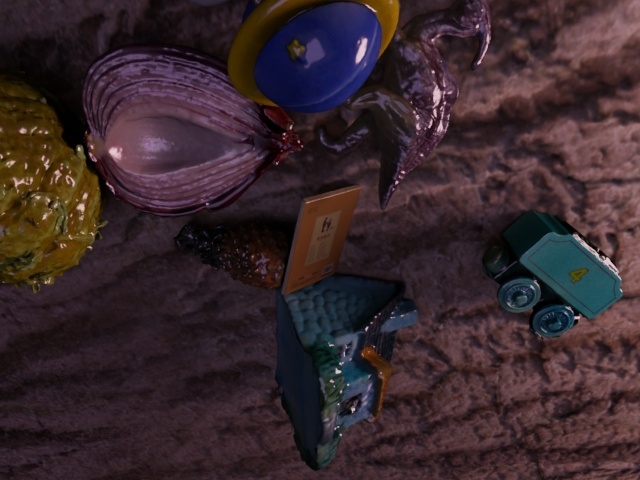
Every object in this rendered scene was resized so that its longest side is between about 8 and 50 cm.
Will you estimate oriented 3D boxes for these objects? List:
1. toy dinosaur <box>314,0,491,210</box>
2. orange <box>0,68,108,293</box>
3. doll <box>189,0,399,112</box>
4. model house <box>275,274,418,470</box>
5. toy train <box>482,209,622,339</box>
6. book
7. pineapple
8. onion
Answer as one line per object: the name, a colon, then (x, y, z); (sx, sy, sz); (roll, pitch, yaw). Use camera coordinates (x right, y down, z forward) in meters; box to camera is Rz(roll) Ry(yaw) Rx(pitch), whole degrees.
toy dinosaur: (0.100, -0.192, 0.630); (0.162, 0.077, 0.294); (24, 121, 0)
orange: (-0.407, -0.092, 0.637); (0.223, 0.301, 0.300); (-30, 113, -7)
doll: (0.015, -0.273, 0.534); (0.310, 0.243, 0.159); (-32, 144, 20)
model house: (0.058, 0.217, 0.843); (0.240, 0.226, 0.262); (-11, 128, -21)
toy train: (0.348, 0.053, 0.746); (0.197, 0.107, 0.154); (36, 113, -15)
book: (0.000, 0.000, 0.757); (0.012, 0.118, 0.172); (38, 129, 31)
pineapple: (-0.143, 0.014, 0.784); (0.197, 0.108, 0.108); (14, 124, 5)
onion: (-0.161, -0.150, 0.663); (0.283, 0.120, 0.227); (3, 124, -3)
